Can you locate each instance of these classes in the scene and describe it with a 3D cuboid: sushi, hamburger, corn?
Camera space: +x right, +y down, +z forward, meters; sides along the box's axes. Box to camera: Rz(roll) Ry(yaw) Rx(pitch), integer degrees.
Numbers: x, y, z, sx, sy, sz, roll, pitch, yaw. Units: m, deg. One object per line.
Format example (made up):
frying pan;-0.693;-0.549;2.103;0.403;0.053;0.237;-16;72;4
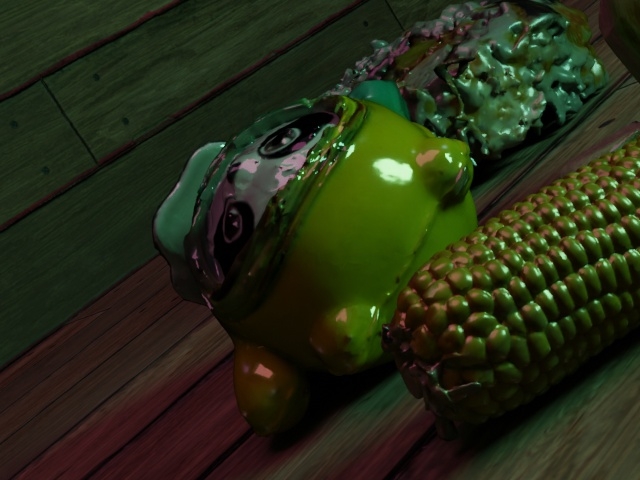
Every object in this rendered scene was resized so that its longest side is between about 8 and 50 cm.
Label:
sushi;0.148;-0.167;1.339;0.418;0.175;0.417;-30;18;11
hamburger;0.237;-0.057;0.866;0.084;0.054;0.121;-35;6;14
corn;0.174;-0.002;0.625;0.305;0.106;0.106;-33;10;-6

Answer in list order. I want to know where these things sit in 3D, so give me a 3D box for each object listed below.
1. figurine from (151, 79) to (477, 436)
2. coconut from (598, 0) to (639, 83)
figurine;0.000;0.000;0.895;0.323;0.231;0.340;-59;23;-7
coconut;0.326;-0.200;0.841;0.205;0.235;0.236;-9;-11;-46
